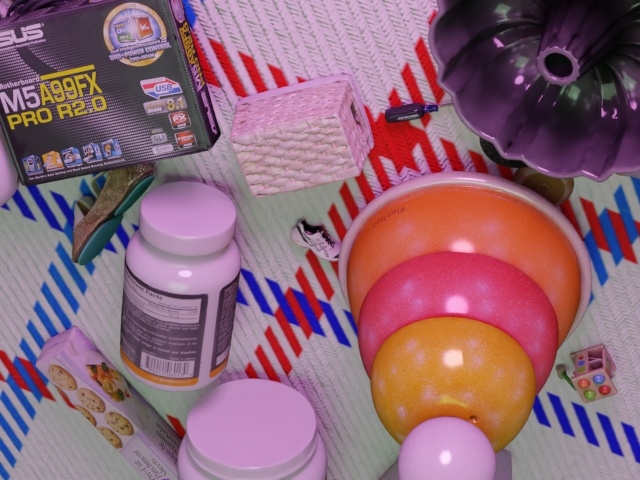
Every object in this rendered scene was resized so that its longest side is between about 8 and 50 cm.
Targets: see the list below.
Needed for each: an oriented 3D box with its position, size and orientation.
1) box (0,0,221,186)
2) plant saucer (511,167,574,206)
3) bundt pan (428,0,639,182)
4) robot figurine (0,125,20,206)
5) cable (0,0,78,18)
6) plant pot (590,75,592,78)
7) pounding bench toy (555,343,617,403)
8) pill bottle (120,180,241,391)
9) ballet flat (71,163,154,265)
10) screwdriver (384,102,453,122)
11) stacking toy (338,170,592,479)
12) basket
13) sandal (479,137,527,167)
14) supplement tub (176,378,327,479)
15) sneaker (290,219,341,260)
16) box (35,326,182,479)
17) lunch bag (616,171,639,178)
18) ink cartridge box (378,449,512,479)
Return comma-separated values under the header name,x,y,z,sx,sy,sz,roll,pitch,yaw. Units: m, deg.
name,x,y,z,sx,sy,sz,roll,pitch,yaw
box,-0.285,-0.198,1.849,0.270,0.060,0.216,-10,111,14
plant saucer,0.299,-0.072,1.950,0.083,0.015,0.083,5,126,6
bundt pan,0.301,-0.238,1.721,0.331,0.124,0.331,18,136,19
robot figurine,-0.538,-0.100,1.963,0.278,0.173,0.209,-12,155,18
cable,-0.352,-0.242,1.916,0.151,0.047,0.184,-1,122,4
plant pot,0.431,-0.239,1.796,0.236,0.032,0.236,5,127,6
pounding bench toy,0.382,0.200,2.107,0.083,0.065,0.052,-20,121,22
pill bottle,-0.196,0.066,2.042,0.162,0.162,0.278,11,126,1
ballet flat,-0.305,-0.050,2.043,0.067,0.073,0.206,47,121,9
screwdriver,0.167,-0.174,1.894,0.170,0.024,0.025,-5,96,10
stacking toy,0.165,0.170,1.857,0.351,0.480,0.350,6,128,8
basket,-0.027,-0.133,1.903,0.167,0.103,0.113,-11,123,18
sandal,0.292,-0.131,1.899,0.179,0.040,0.067,1,133,-9
supplement tub,-0.103,0.391,2.225,0.228,0.228,0.316,5,127,5
sneaker,0.000,0.000,2.041,0.083,0.032,0.037,23,126,-9
box,-0.314,0.271,2.272,0.067,0.063,0.324,-24,119,26
lunch bag,0.426,-0.105,1.882,0.071,0.053,0.083,15,152,-2
ink cartridge box,0.188,0.383,2.263,0.140,0.082,0.190,30,126,-12
